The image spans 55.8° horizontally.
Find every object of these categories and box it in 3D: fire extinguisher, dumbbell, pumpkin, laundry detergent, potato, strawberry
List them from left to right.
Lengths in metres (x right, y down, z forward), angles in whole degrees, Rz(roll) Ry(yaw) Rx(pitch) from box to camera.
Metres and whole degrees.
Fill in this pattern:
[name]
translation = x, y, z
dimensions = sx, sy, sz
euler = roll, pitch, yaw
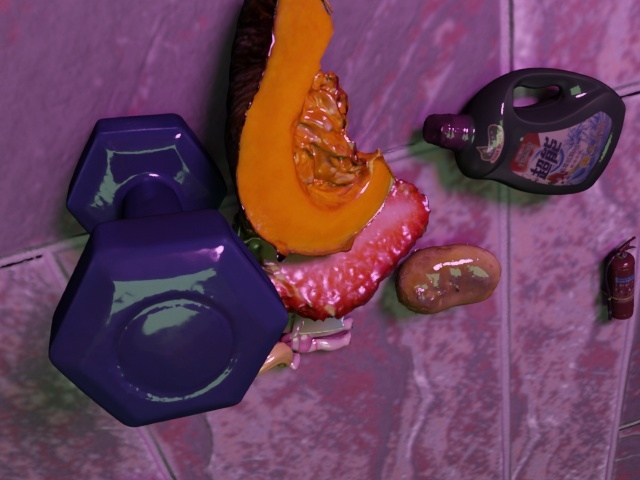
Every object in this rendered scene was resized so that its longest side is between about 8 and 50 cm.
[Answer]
[dumbbell]
translation = -0.140, 0.000, 0.517
dimensions = 0.144, 0.325, 0.160
euler = 20, 109, -29
[pumpkin]
translation = -0.050, -0.108, 0.567
dimensions = 0.163, 0.111, 0.278
euler = -44, 129, -23
[strawberry]
translation = 0.000, 0.007, 0.702
dimensions = 0.236, 0.106, 0.175
euler = 9, 80, -22
[potato]
translation = 0.162, 0.049, 0.782
dimensions = 0.138, 0.070, 0.092
euler = -10, 118, -11
[laundry detergent]
translation = 0.225, -0.128, 0.686
dimensions = 0.221, 0.078, 0.144
euler = 7, 118, -16
[fire extinguisher]
translation = 0.436, 0.057, 0.881
dimensions = 0.056, 0.039, 0.132
euler = -26, 125, -9

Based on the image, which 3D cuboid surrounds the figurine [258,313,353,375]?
[figurine]
translation = -0.038, 0.135, 0.788
dimensions = 0.187, 0.083, 0.083
euler = -5, 123, -23
